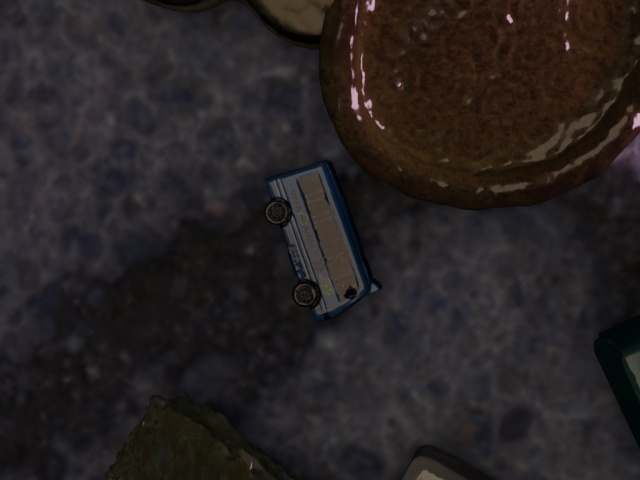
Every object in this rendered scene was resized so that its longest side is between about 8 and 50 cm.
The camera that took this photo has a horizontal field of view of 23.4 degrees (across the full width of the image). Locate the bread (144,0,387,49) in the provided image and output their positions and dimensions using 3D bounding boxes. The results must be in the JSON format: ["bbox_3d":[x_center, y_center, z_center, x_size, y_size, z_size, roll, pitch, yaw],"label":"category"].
[{"bbox_3d":[-0.041,-0.214,0.825,0.286,0.056,0.207,42,96,3],"label":"bread"}]

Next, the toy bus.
[{"bbox_3d":[0.000,0.000,0.841,0.046,0.038,0.083,-19,91,6],"label":"toy bus"}]

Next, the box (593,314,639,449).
[{"bbox_3d":[0.258,0.130,0.773,0.153,0.092,0.245,-26,90,1],"label":"box"}]

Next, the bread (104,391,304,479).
[{"bbox_3d":[-0.061,0.162,0.821,0.232,0.064,0.173,-15,71,28],"label":"bread"}]

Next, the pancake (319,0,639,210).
[{"bbox_3d":[0.094,-0.106,0.802,0.199,0.021,0.199,-2,110,-6],"label":"pancake"}]

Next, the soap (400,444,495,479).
[{"bbox_3d":[0.103,0.205,0.825,0.183,0.064,0.121,29,95,5],"label":"soap"}]
